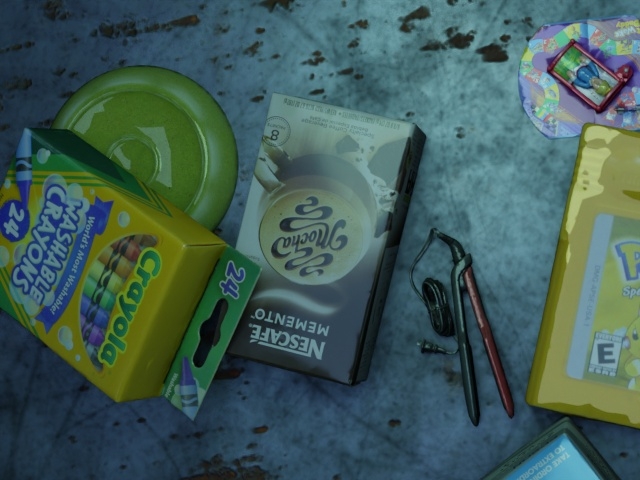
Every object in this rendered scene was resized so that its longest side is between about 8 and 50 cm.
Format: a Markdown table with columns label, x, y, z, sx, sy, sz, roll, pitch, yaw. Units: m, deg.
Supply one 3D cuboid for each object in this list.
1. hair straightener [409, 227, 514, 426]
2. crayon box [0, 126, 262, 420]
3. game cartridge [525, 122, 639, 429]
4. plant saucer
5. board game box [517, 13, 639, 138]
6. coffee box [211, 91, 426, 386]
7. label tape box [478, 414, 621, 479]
| label | x | y | z | sx | sy | sz | roll | pitch | yaw |
| --- | --- | --- | --- | --- | --- | --- | --- | --- | --- |
| hair straightener | 0.148 | 0.099 | 1.921 | 0.089 | 0.047 | 0.230 | -17 | 85 | 9 |
| crayon box | -0.238 | 0.036 | 1.902 | 0.323 | 0.083 | 0.203 | 34 | 109 | 28 |
| game cartridge | 0.395 | 0.053 | 1.873 | 0.285 | 0.052 | 0.324 | 11 | 93 | 10 |
| plant saucer | -0.218 | -0.089 | 2.000 | 0.241 | 0.037 | 0.241 | 0 | 87 | 9 |
| board game box | 0.305 | -0.186 | 1.914 | 0.168 | 0.033 | 0.133 | -5 | 87 | 9 |
| coffee box | 0.000 | 0.000 | 1.915 | 0.168 | 0.119 | 0.297 | 13 | 90 | 10 |
| label tape box | 0.188 | 0.305 | 1.752 | 0.249 | 0.347 | 0.115 | -38 | 82 | 6 |
